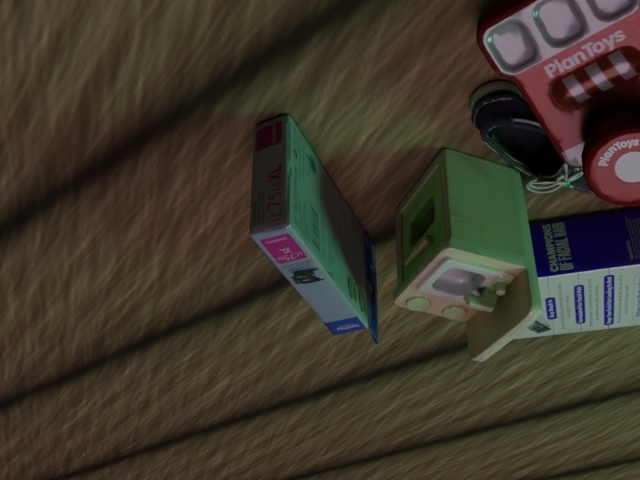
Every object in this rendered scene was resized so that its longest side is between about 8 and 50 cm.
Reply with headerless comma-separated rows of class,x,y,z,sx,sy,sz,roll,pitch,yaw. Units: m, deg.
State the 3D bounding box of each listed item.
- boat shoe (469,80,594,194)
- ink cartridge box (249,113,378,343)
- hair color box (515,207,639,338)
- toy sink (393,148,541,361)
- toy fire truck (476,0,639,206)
boat shoe,0.293,-0.111,0.985,0.255,0.079,0.095,29,136,-32
ink cartridge box,0.000,0.000,1.062,0.065,0.185,0.311,-17,140,20
hair color box,0.443,0.047,1.172,0.339,0.110,0.185,-10,144,13
toy sink,0.185,0.021,1.042,0.131,0.234,0.152,14,143,-16
toy fire truck,0.348,-0.201,0.810,0.302,0.169,0.254,-26,117,32
